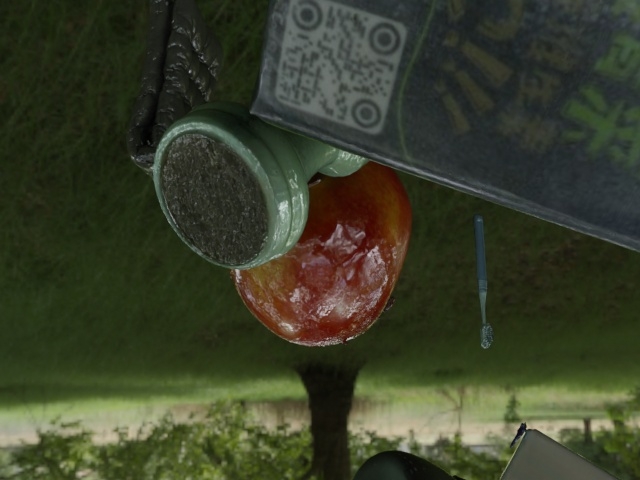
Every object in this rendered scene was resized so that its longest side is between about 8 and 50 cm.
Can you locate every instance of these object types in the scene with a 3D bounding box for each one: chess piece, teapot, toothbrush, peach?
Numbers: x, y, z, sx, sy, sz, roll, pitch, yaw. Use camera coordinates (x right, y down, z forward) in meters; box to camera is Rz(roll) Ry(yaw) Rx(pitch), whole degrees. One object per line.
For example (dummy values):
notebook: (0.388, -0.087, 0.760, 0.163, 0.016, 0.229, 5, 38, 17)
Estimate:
chess piece: (-0.037, -0.106, 0.954, 0.195, 0.194, 0.299, -13, -165, 42)
teapot: (0.225, 0.542, 1.411, 0.285, 0.223, 0.305, 21, -163, -35)
toothbrush: (0.246, 0.058, 1.178, 0.016, 0.219, 0.019, 8, 152, -12)
peach: (0.000, 0.000, 1.360, 0.370, 0.370, 0.370, 0, 166, 0)

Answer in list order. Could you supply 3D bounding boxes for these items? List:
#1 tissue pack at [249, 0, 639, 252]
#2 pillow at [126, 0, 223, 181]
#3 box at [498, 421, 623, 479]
tissue pack: (0.165, -0.160, 0.527, 0.394, 0.288, 0.124, 20, -150, 11)
pillow: (-0.252, -0.256, 1.369, 0.101, 0.326, 0.228, 2, 166, 9)
box: (0.109, 0.250, 0.431, 0.135, 0.269, 0.079, 30, 166, 21)
